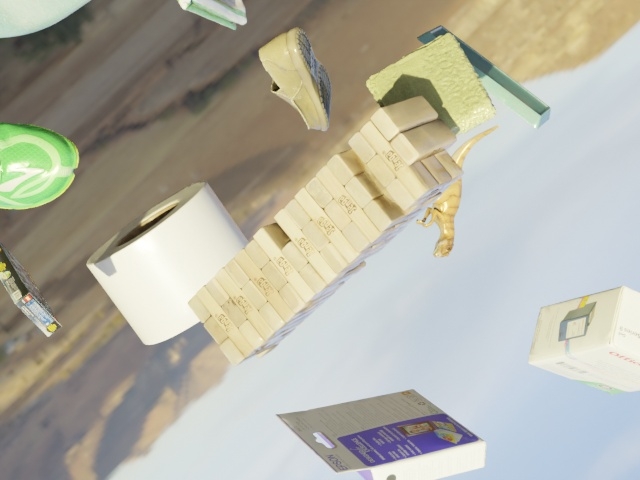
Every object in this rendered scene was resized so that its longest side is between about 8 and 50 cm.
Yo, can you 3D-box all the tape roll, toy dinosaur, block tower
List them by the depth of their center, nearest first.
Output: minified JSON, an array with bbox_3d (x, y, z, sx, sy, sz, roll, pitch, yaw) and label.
[{"bbox_3d":[0.000,0.000,1.324,0.335,0.091,0.097,-45,168,32],"label":"block tower"},{"bbox_3d":[0.187,-0.083,1.947,0.064,0.112,0.211,-42,145,-79],"label":"toy dinosaur"},{"bbox_3d":[-0.243,0.037,2.181,0.246,0.169,0.246,-32,-168,8],"label":"tape roll"}]

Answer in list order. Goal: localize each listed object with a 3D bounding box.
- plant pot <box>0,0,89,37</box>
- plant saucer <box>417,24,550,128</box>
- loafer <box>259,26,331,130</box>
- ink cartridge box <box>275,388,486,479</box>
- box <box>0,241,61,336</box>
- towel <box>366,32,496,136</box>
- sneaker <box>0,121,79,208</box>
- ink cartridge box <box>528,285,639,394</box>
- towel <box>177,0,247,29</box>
[{"bbox_3d":[-0.449,-0.437,1.872,0.252,0.248,0.247,-36,-144,23],"label":"plant pot"},{"bbox_3d":[0.211,-0.211,1.660,0.018,0.192,0.067,-57,170,28],"label":"plant saucer"},{"bbox_3d":[-0.024,-0.165,1.342,0.148,0.050,0.056,66,25,-54],"label":"loafer"},{"bbox_3d":[0.073,0.258,1.683,0.208,0.045,0.206,-7,-164,-22],"label":"ink cartridge box"},{"bbox_3d":[-0.424,0.065,1.851,0.027,0.137,0.094,-37,141,-5],"label":"box"},{"bbox_3d":[0.116,-0.152,1.369,0.110,0.027,0.148,-31,-135,6],"label":"towel"},{"bbox_3d":[-0.437,-0.101,1.547,0.123,0.295,0.109,-90,-170,-87],"label":"sneaker"},{"bbox_3d":[0.415,0.144,1.824,0.212,0.154,0.093,-25,-134,67],"label":"ink cartridge box"},{"bbox_3d":[-0.215,-0.478,1.936,0.038,0.325,0.248,-23,175,16],"label":"towel"}]
